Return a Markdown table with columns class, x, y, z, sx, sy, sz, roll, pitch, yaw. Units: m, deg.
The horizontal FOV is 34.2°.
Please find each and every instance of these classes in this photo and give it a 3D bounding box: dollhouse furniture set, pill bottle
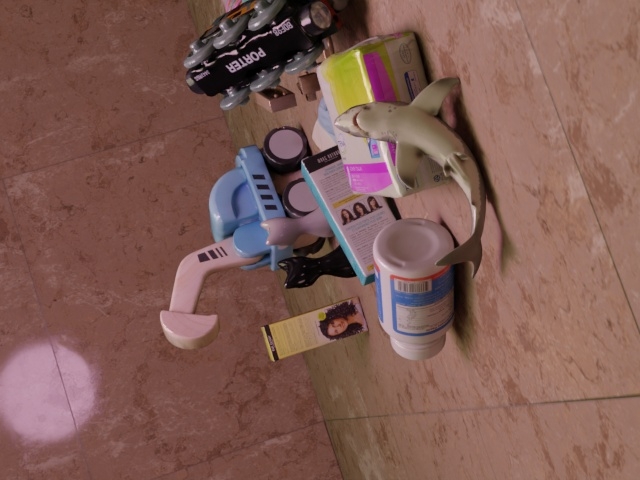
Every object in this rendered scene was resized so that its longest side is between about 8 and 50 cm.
| class | x | y | z | sx | sy | sz | roll | pitch | yaw |
| --- | --- | --- | --- | --- | --- | --- | --- | --- | --- |
| dollhouse furniture set | -0.051 | -0.327 | 1.936 | 0.144 | 0.151 | 0.123 | -136 | 31 | -67 |
| pill bottle | 0.148 | 0.082 | 1.619 | 0.221 | 0.124 | 0.124 | 83 | 166 | -45 |

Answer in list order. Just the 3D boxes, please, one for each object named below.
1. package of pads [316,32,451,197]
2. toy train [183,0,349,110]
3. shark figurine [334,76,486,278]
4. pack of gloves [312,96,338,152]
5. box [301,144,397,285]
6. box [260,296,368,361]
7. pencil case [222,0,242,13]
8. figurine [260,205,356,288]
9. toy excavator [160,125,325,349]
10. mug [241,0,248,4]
| class | x | y | z | sx | sy | sz | roll | pitch | yaw |
| --- | --- | --- | --- | --- | --- | --- | --- | --- | --- |
| package of pads | 0.086 | -0.186 | 1.567 | 0.296 | 0.101 | 0.229 | -166 | 59 | -78 |
| toy train | -0.093 | -0.345 | 1.745 | 0.334 | 0.190 | 0.142 | -19 | 123 | 44 |
| shark figurine | 0.167 | -0.099 | 1.380 | 0.278 | 0.166 | 0.116 | 54 | -167 | 8 |
| pack of gloves | 0.062 | -0.170 | 1.953 | 0.195 | 0.046 | 0.232 | 56 | 167 | 11 |
| box | 0.063 | -0.050 | 1.838 | 0.244 | 0.100 | 0.060 | 62 | 169 | 16 |
| box | -0.014 | 0.202 | 2.391 | 0.058 | 0.232 | 0.087 | 167 | 85 | -80 |
| pencil case | -0.142 | -0.506 | 2.140 | 0.284 | 0.124 | 0.124 | -112 | 9 | -54 |
| figurine | 0.000 | 0.000 | 2.038 | 0.215 | 0.209 | 0.092 | -118 | 15 | -48 |
| toy excavator | -0.194 | 0.001 | 2.418 | 0.222 | 0.445 | 0.433 | 94 | 157 | -65 |
| mug | -0.064 | -0.412 | 1.911 | 0.097 | 0.129 | 0.158 | 24 | 135 | 40 |
